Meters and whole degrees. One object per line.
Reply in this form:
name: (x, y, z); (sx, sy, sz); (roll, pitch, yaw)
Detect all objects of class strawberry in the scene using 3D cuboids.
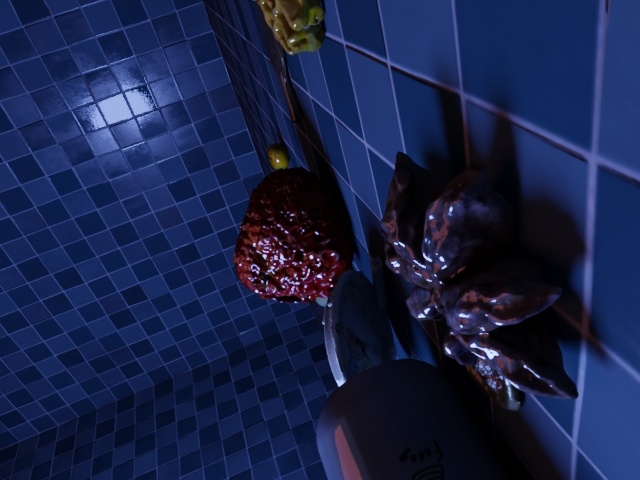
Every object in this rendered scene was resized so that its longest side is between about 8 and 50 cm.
strawberry: (-0.064, 0.009, 0.979); (0.274, 0.220, 0.274); (41, 151, 28)

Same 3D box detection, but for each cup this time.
cup: (0.123, 0.309, 0.581); (0.206, 0.205, 0.312); (78, 169, -55)

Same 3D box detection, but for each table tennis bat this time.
table tennis bat: (-0.080, -0.340, 0.951); (0.131, 0.022, 0.235); (-147, 38, -77)

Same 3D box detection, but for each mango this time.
mango: (-0.117, -0.234, 1.424); (0.079, 0.057, 0.114); (64, -179, 5)

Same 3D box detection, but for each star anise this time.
star anise: (0.102, 0.019, 0.393); (0.212, 0.073, 0.197); (154, 92, -81)

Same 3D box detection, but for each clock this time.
clock: (0.059, 0.165, 0.816); (0.236, 0.053, 0.237); (45, -144, -48)

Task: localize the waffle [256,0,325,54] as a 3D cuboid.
waffle: (-0.054, -0.324, 0.614); (0.211, 0.055, 0.160); (64, 173, 0)

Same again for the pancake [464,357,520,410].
pancake: (0.158, 0.113, 0.488); (0.108, 0.017, 0.108); (62, 170, 20)

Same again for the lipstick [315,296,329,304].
lipstick: (0.023, 0.140, 1.390); (0.304, 0.076, 0.076); (108, 139, -80)

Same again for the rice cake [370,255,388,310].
rice cake: (0.097, 0.073, 0.822); (0.121, 0.021, 0.022); (77, -178, -46)
